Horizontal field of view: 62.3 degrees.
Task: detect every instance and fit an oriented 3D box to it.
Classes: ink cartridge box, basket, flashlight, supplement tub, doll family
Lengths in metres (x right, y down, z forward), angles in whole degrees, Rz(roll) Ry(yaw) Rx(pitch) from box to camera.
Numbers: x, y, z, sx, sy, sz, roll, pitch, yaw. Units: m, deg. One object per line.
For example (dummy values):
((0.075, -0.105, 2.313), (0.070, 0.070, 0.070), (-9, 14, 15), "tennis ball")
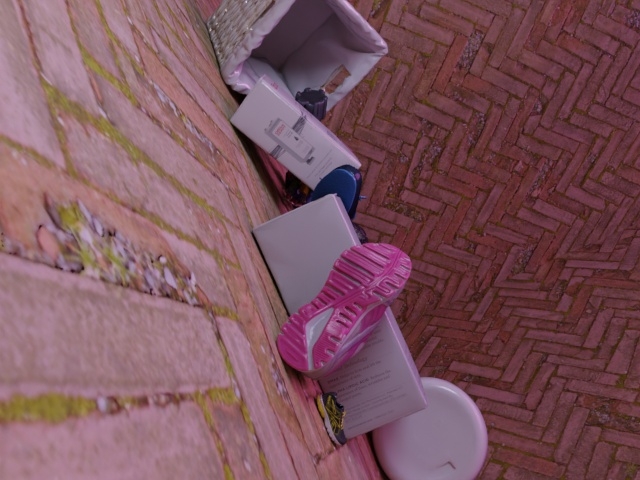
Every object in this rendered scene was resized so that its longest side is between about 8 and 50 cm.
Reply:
((-0.056, -0.239, 1.215), (0.283, 0.117, 0.207), (38, 14, -14), "ink cartridge box")
((-0.073, -0.527, 1.371), (0.331, 0.328, 0.266), (22, 34, -50), "basket")
((-0.034, -0.261, 1.431), (0.103, 0.103, 0.304), (-104, -162, -44), "flashlight")
((0.244, 0.426, 1.173), (0.316, 0.228, 0.228), (52, 15, -68), "supplement tub")
((-0.038, -0.140, 1.399), (0.076, 0.111, 0.193), (23, 0, 5), "doll family")

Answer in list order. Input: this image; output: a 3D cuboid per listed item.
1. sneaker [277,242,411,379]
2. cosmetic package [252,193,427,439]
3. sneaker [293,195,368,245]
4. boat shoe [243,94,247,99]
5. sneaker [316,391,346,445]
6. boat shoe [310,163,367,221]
((0.038, 0.104, 0.788), (0.103, 0.252, 0.111), (38, -25, 24), "sneaker")
((0.038, 0.117, 0.945), (0.217, 0.156, 0.385), (-17, 81, -84), "cosmetic package")
((0.013, -0.027, 1.580), (0.283, 0.122, 0.110), (37, 33, -28), "sneaker")
((-0.187, -0.407, 1.474), (0.072, 0.068, 0.190), (26, 39, -63), "boat shoe")
((0.023, 0.263, 0.782), (0.031, 0.035, 0.083), (-62, 127, -82), "sneaker")
((0.029, -0.073, 1.125), (0.109, 0.089, 0.258), (47, -38, 12), "boat shoe")
